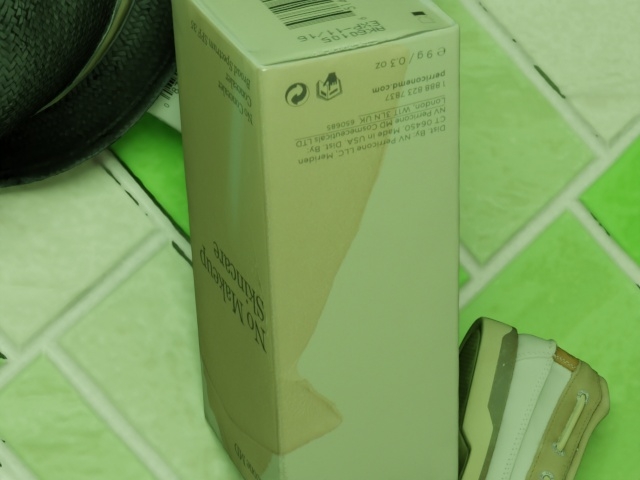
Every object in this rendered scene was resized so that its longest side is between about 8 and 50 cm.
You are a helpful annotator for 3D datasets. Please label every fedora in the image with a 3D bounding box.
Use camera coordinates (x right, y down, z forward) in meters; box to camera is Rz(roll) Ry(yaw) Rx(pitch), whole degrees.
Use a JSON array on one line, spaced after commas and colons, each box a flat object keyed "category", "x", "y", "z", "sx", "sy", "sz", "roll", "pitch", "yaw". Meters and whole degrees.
[{"category": "fedora", "x": -0.220, "y": -0.151, "z": 1.065, "sx": 0.334, "sy": 0.334, "sz": 0.152, "roll": 27, "pitch": 31, "yaw": -10}]

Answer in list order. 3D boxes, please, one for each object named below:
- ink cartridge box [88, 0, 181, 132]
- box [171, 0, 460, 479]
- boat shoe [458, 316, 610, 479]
[{"category": "ink cartridge box", "x": -0.100, "y": -0.206, "z": 1.178, "sx": 0.278, "sy": 0.201, "sz": 0.117, "roll": 32, "pitch": 28, "yaw": -8}, {"category": "box", "x": 0.000, "y": 0.000, "z": 1.111, "sx": 0.121, "sy": 0.148, "sz": 0.311, "roll": -14, "pitch": 121, "yaw": -19}, {"category": "boat shoe", "x": 0.114, "y": 0.201, "z": 1.201, "sx": 0.103, "sy": 0.113, "sz": 0.302, "roll": 18, "pitch": 71, "yaw": -7}]
